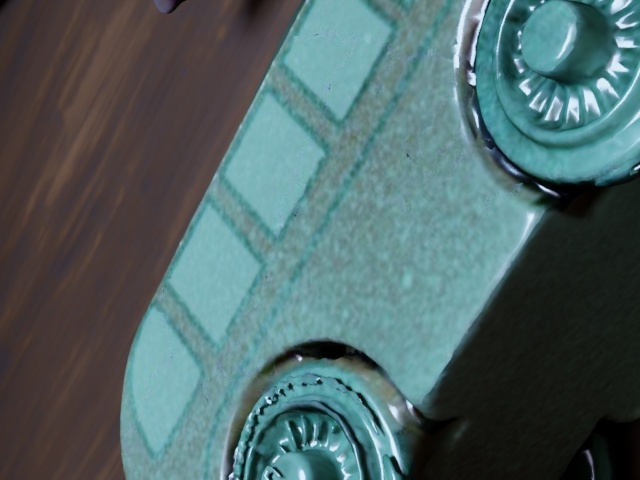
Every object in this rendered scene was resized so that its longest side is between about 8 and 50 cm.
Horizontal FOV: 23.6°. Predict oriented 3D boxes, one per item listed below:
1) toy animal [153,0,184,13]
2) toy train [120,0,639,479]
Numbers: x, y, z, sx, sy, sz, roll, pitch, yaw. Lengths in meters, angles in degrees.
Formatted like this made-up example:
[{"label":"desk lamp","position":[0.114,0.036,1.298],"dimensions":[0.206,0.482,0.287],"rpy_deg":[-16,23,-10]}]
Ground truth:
[{"label":"toy animal","position":[-0.037,-0.231,0.613],"dimensions":[0.324,0.090,0.195],"rpy_deg":[-45,56,37]},{"label":"toy train","position":[0.047,-0.001,0.477],"dimensions":[0.159,0.129,0.326],"rpy_deg":[49,120,40]}]
